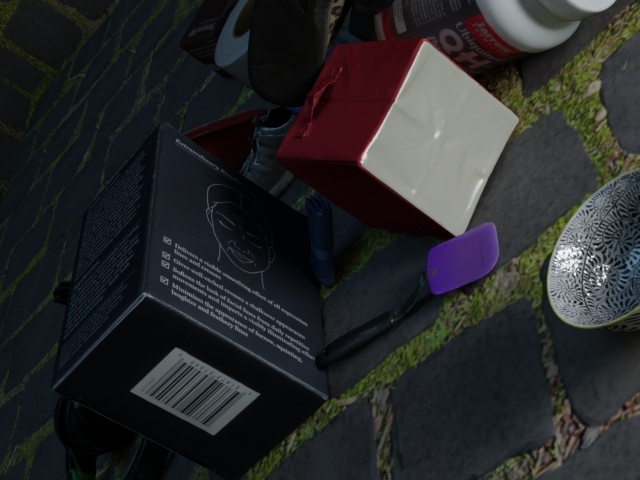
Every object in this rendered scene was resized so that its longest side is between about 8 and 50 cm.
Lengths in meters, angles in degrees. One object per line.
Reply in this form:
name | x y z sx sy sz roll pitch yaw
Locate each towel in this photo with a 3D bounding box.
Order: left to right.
towel | 0.000 0.000 1.605 0.067 0.029 0.119 -117 21 -60

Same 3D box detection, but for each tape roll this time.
tape roll | -0.051 -0.366 2.038 0.246 0.169 0.246 -41 30 30

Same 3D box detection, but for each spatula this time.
spatula | 0.100 0.078 1.410 0.296 0.030 0.084 -40 32 31

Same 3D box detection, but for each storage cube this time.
storage cube | 0.095 -0.128 1.454 0.193 0.215 0.183 10 69 57

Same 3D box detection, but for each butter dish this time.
butter dish | -0.167 -0.162 2.087 0.160 0.118 0.160 -22 5 -30

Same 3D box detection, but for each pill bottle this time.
pill bottle | 0.225 -0.312 1.467 0.318 0.176 0.176 -12 50 57

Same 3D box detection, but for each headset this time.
headset | -0.349 0.242 1.851 0.243 0.185 0.394 -41 41 30

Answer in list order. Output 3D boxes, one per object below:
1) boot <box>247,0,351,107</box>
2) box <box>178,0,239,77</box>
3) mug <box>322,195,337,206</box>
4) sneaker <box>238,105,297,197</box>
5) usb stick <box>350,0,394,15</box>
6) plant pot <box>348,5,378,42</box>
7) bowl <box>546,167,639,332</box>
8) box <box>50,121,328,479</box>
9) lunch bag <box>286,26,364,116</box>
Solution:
boot | 0.002 -0.401 1.556 0.284 0.138 0.377 -70 -9 -53
box | -0.129 -0.541 2.422 0.191 0.143 0.381 3 65 62
mug | 0.047 -0.104 1.618 0.157 0.097 0.129 -51 23 -14
sneaker | -0.078 -0.165 1.914 0.281 0.115 0.105 -43 28 27
usb stick | 0.104 -0.414 1.545 0.077 0.045 0.278 -25 38 51
plant pot | 0.154 -0.384 1.711 0.234 0.165 0.166 -63 25 4
bowl | 0.298 0.022 1.059 0.170 0.080 0.170 -42 30 31
box | -0.173 0.078 1.595 0.212 0.293 0.395 -44 28 26
lunch bag | 0.020 -0.258 1.782 0.219 0.176 0.090 -100 29 -54
